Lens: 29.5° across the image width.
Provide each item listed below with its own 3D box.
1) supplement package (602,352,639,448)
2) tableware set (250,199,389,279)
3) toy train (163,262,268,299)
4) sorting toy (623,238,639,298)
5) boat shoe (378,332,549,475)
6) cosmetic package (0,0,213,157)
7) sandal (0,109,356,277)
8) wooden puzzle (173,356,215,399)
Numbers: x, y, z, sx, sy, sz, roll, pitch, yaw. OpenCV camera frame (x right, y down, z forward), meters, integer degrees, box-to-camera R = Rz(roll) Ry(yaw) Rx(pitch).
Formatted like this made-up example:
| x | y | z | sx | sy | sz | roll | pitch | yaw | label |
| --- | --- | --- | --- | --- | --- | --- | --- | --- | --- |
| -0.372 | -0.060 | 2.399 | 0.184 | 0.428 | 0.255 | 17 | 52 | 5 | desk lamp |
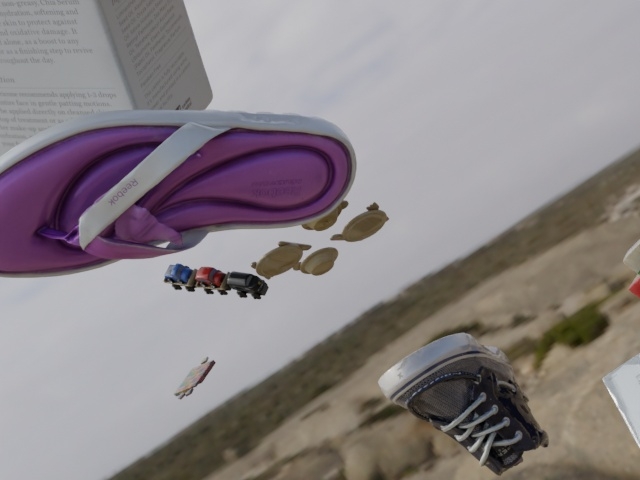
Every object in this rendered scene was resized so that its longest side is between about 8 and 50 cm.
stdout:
| x | y | z | sx | sy | sz | roll | pitch | yaw | label |
| --- | --- | --- | --- | --- | --- | --- | --- | --- | --- |
| 0.399 | 0.185 | 1.285 | 0.105 | 0.105 | 0.179 | -38 | -42 | 18 | supplement package |
| 0.000 | 0.000 | 1.525 | 0.168 | 0.020 | 0.141 | -42 | -31 | 24 | tableware set |
| -0.132 | 0.048 | 1.472 | 0.158 | 0.036 | 0.027 | 4 | 60 | 36 | toy train |
| 0.609 | 0.054 | 1.797 | 0.089 | 0.257 | 0.255 | -49 | -5 | -40 | sorting toy |
| 0.203 | 0.221 | 1.585 | 0.127 | 0.158 | 0.340 | -39 | -22 | 20 | boat shoe |
| -0.302 | -0.305 | 1.325 | 0.230 | 0.453 | 0.161 | 4 | 40 | 24 | cosmetic package |
| -0.146 | -0.046 | 1.200 | 0.416 | 0.102 | 0.169 | -14 | -55 | -20 | sandal |
| -0.164 | 0.180 | 1.587 | 0.049 | 0.006 | 0.083 | -25 | 22 | 43 | wooden puzzle |
